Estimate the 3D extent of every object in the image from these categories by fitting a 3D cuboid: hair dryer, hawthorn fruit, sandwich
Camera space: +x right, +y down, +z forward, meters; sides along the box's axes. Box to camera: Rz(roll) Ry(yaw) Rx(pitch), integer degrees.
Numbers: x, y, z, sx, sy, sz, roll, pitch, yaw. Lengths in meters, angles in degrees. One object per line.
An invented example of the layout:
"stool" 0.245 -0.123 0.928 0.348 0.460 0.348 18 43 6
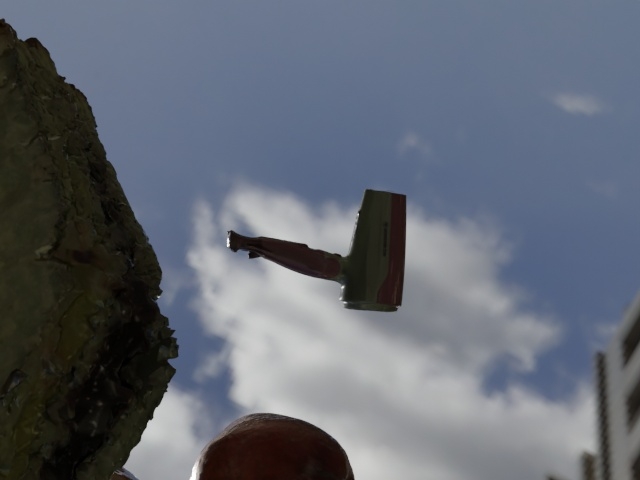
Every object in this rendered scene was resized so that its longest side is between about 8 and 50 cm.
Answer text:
"hair dryer" -0.003 0.006 1.582 0.154 0.106 0.054 3 -178 -8
"hawthorn fruit" -0.042 0.251 1.820 0.173 0.173 0.173 23 -158 -10
"sandwich" -0.235 0.049 1.214 0.131 0.262 0.325 39 -158 -51

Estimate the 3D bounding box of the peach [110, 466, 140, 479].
"peach" -0.200 0.272 1.523 0.232 0.232 0.232 23 -158 -10
